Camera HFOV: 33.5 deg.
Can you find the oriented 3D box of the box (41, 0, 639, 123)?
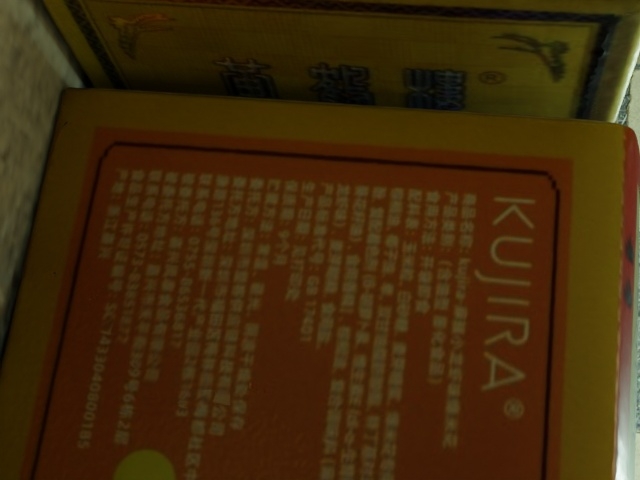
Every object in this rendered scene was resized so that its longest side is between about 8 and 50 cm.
[{"bbox_3d":[0.022,-0.060,0.456,0.301,0.192,0.084,73,22,-69],"label":"box"}]

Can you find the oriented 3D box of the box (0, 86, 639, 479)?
[{"bbox_3d":[0.008,0.125,0.423,0.259,0.213,0.284,68,29,-68],"label":"box"}]
